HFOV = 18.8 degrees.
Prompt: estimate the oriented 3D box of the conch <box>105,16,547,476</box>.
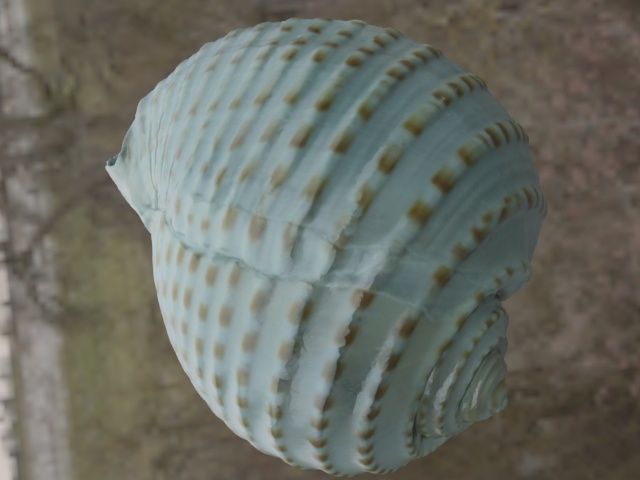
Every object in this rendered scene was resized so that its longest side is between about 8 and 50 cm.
[{"bbox_3d":[0.003,0.006,1.348,0.303,0.319,0.215,-60,8,15],"label":"conch"}]
